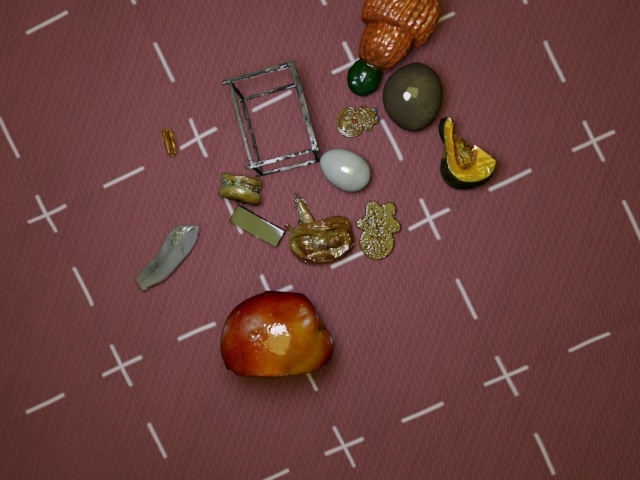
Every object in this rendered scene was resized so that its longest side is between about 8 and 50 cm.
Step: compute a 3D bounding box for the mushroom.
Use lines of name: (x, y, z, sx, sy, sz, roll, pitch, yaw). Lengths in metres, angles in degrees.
mushroom: (-0.614, 0.064, 1.658, 0.109, 0.097, 0.351, 40, 95, 2)

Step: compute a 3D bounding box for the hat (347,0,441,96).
hat: (0.226, -0.740, 1.512, 0.285, 0.285, 0.400, 34, 96, 2)

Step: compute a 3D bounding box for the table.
table: (-0.175, -0.444, 1.566, 0.273, 0.222, 0.334, -14, 90, 3)

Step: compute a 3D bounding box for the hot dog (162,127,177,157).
hot dog: (-0.614, -0.399, 1.681, 0.049, 0.037, 0.121, -10, 96, -9)

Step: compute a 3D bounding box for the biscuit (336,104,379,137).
biscuit: (0.148, -0.482, 1.648, 0.175, 0.026, 0.124, -17, 91, 3)

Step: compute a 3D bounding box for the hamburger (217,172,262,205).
hamburger: (-0.320, -0.198, 1.604, 0.186, 0.177, 0.113, 8, 97, -38)

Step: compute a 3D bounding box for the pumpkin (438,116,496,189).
pumpkin: (0.560, -0.337, 1.576, 0.190, 0.139, 0.280, -4, 94, 6)

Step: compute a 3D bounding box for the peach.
peach: (-0.159, 0.338, 1.523, 0.407, 0.335, 0.309, -4, 84, 8)

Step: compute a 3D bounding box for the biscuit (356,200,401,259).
biscuit: (0.229, -0.041, 1.646, 0.180, 0.039, 0.235, 8, 92, 0)

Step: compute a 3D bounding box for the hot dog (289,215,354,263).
hot dog: (0.002, 0.000, 1.613, 0.259, 0.114, 0.175, -13, 108, 2)

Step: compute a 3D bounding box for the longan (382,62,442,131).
longan: (0.348, -0.536, 1.553, 0.246, 0.215, 0.245, -14, 120, -26)

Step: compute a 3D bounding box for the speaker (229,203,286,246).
speaker: (-0.253, -0.060, 1.664, 0.218, 0.044, 0.082, 28, 92, 1)

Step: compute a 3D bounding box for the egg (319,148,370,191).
egg: (0.094, -0.274, 1.592, 0.209, 0.151, 0.151, 27, 92, 3)

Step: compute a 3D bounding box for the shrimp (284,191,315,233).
shrimp: (-0.098, -0.097, 1.662, 0.125, 0.034, 0.178, -28, 99, 5)
